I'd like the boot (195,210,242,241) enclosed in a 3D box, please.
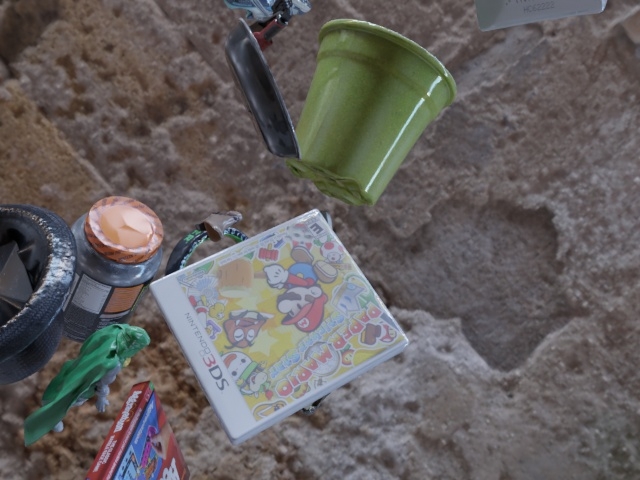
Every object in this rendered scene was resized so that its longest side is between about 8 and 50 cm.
[{"bbox_3d":[-0.199,-0.035,1.416,0.118,0.086,0.042,22,-53,50],"label":"boot"}]

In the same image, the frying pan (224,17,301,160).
[{"bbox_3d":[-0.091,-0.213,0.964,0.326,0.053,0.197,-126,-168,-66],"label":"frying pan"}]

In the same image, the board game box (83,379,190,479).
[{"bbox_3d":[-0.200,0.284,0.728,0.281,0.027,0.145,-86,162,-70],"label":"board game box"}]

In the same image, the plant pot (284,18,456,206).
[{"bbox_3d":[0.068,-0.209,1.249,0.275,0.254,0.276,25,-7,3],"label":"plant pot"}]

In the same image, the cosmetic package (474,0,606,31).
[{"bbox_3d":[0.465,-0.587,1.372,0.229,0.453,0.162,0,-54,31],"label":"cosmetic package"}]

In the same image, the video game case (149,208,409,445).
[{"bbox_3d":[-0.047,0.086,0.785,0.206,0.226,0.026,56,-23,23],"label":"video game case"}]

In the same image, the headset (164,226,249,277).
[{"bbox_3d":[-0.223,0.161,1.628,0.185,0.243,0.395,16,-60,45],"label":"headset"}]

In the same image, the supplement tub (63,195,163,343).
[{"bbox_3d":[-0.455,0.064,1.460,0.193,0.316,0.194,21,42,-20],"label":"supplement tub"}]

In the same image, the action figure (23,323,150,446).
[{"bbox_3d":[-0.293,0.171,0.893,0.063,0.232,0.137,33,38,-26],"label":"action figure"}]

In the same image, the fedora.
[{"bbox_3d":[-0.488,0.099,1.031,0.334,0.333,0.153,49,-20,43],"label":"fedora"}]

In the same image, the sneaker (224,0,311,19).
[{"bbox_3d":[-0.136,-0.611,1.730,0.283,0.122,0.110,-5,63,-55],"label":"sneaker"}]

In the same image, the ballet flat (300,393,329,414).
[{"bbox_3d":[-0.002,0.285,1.315,0.041,0.114,0.041,33,0,0],"label":"ballet flat"}]

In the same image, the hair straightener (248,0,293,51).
[{"bbox_3d":[-0.085,-0.388,1.186,0.047,0.089,0.230,21,-11,-18],"label":"hair straightener"}]

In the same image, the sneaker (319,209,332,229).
[{"bbox_3d":[0.000,0.000,1.258,0.053,0.061,0.152,23,-45,18],"label":"sneaker"}]
